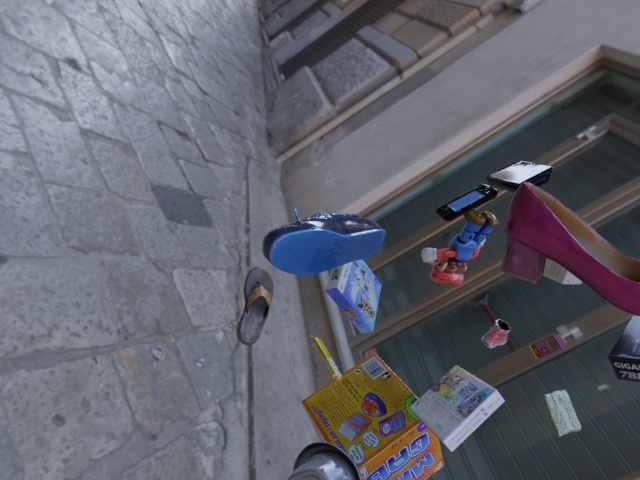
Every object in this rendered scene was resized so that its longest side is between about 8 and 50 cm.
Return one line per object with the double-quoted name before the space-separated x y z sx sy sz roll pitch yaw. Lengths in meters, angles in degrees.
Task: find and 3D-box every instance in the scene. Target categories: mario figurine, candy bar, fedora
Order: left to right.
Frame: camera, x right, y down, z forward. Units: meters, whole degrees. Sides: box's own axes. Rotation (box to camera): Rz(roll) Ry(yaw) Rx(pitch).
"fedora" -0.015 0.662 1.110 0.124 0.275 0.243 8 51 -48
"candy bar" 0.014 0.316 1.179 0.040 0.018 0.161 35 12 -42
"mario figurine" 0.489 0.017 1.572 0.198 0.320 0.170 27 30 2

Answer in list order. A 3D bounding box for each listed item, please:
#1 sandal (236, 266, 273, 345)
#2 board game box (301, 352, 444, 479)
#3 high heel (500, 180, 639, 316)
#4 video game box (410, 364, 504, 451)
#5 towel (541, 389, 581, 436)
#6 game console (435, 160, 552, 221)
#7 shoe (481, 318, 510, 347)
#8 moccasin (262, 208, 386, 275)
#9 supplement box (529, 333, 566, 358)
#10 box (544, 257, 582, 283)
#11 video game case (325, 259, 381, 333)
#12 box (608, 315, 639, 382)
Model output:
"sandal" -0.177 0.177 1.189 0.090 0.060 0.219 23 62 -19
"board game box" 0.200 0.740 1.651 0.356 0.356 0.356 40 -26 52
"high heel" 0.509 0.016 0.738 0.127 0.378 0.181 -29 127 -53
"video game box" 0.356 0.437 1.149 0.048 0.187 0.205 49 -7 -8
"towel" 0.880 0.629 1.573 0.027 0.110 0.148 112 -34 -68
"game console" 0.562 -0.161 1.431 0.043 0.362 0.213 61 1 -17
"shoe" 0.609 0.308 1.453 0.178 0.081 0.063 0 40 -51
"moccasin" 0.000 0.000 0.983 0.342 0.137 0.117 -1 34 -45
"supplement box" 0.684 0.318 1.296 0.055 0.083 0.043 4 55 -45
"box" 0.873 0.064 1.641 0.149 0.126 0.232 3 18 -35
"video game case" 0.141 0.187 1.701 0.269 0.061 0.244 51 38 -28
"box" 0.812 0.194 0.885 0.293 0.296 0.073 -13 -73 59
